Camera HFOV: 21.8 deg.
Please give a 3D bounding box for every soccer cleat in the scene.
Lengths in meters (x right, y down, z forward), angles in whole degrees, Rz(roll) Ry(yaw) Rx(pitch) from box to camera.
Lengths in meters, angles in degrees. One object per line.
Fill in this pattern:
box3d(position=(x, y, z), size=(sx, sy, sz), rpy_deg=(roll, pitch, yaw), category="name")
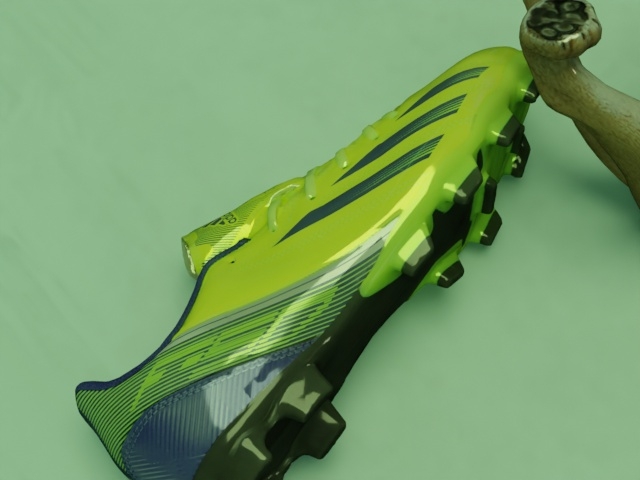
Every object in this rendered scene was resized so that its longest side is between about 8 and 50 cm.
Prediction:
box3d(position=(0.000, 0.000, 0.789), size=(0.121, 0.093, 0.289), rpy_deg=(31, 68, 22), category="soccer cleat")

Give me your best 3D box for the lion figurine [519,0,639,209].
box3d(position=(0.263, -0.035, 0.761), size=(0.392, 0.240, 0.142), rpy_deg=(19, 65, 27), category="lion figurine")
